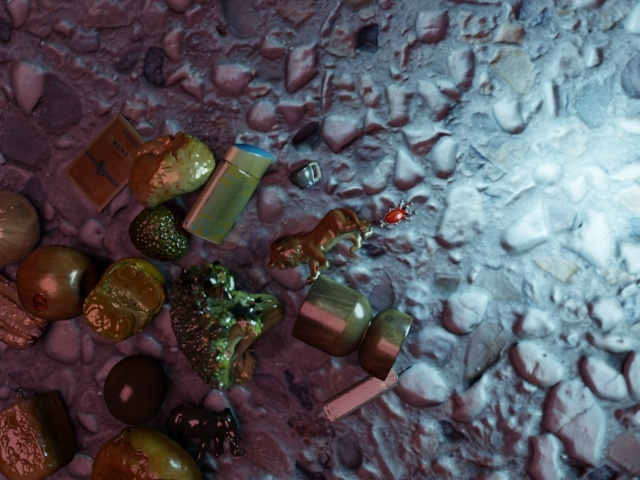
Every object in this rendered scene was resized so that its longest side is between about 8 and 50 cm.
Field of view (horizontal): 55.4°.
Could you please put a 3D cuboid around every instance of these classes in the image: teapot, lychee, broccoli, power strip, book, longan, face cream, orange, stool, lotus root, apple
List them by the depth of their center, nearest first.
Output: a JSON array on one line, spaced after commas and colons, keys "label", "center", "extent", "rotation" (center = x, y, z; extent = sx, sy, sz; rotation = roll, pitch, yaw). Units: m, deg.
[{"label": "stool", "center": [0.079, 0.220, 1.549], "extent": [0.264, 0.179, 0.179], "rotation": [25, 94, 9]}, {"label": "broccoli", "center": [-0.230, 0.213, 1.569], "extent": [0.281, 0.293, 0.348], "rotation": [-22, 99, -29]}, {"label": "power strip", "center": [0.118, 0.402, 1.619], "extent": [0.253, 0.027, 0.060], "rotation": [-32, 84, 8]}, {"label": "face cream", "center": [-0.245, -0.132, 1.628], "extent": [0.067, 0.139, 0.285], "rotation": [38, 97, 41]}, {"label": "teapot", "center": [-0.038, -0.172, 1.631], "extent": [0.088, 0.066, 0.057], "rotation": [-35, 105, -14]}, {"label": "lychee", "center": [-0.428, -0.019, 1.643], "extent": [0.171, 0.171, 0.171], "rotation": [0, 90, 9]}, {"label": "longan", "center": [-0.498, 0.400, 1.645], "extent": [0.189, 0.189, 0.189], "rotation": [0, 90, 9]}, {"label": "orange", "center": [-0.520, 0.155, 1.656], "extent": [0.179, 0.158, 0.237], "rotation": [37, 97, -5]}, {"label": "apple", "center": [-0.718, 0.116, 1.665], "extent": [0.188, 0.211, 0.211], "rotation": [4, 91, 7]}, {"label": "book", "center": [-0.603, -0.222, 1.739], "extent": [0.241, 0.018, 0.170], "rotation": [-45, 83, 7]}, {"label": "lotus root", "center": [-0.929, 0.192, 1.770], "extent": [0.329, 0.078, 0.167], "rotation": [35, 72, 9]}]

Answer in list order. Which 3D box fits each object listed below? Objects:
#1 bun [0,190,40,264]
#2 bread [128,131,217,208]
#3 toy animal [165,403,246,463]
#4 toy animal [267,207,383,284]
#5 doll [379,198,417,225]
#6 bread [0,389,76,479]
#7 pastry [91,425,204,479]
[{"label": "bun", "center": [-0.921, -0.036, 1.733], "extent": [0.220, 0.134, 0.220], "rotation": [1, 94, 11]}, {"label": "bread", "center": [-0.399, -0.193, 1.594], "extent": [0.244, 0.244, 0.134], "rotation": [-20, 121, 9]}, {"label": "toy animal", "center": [-0.315, 0.521, 1.646], "extent": [0.245, 0.114, 0.146], "rotation": [7, 94, 7]}, {"label": "toy animal", "center": [0.000, 0.000, 1.607], "extent": [0.312, 0.097, 0.157], "rotation": [-37, 78, 6]}, {"label": "doll", "center": [0.195, -0.065, 1.600], "extent": [0.114, 0.039, 0.057], "rotation": [-24, 116, -1]}, {"label": "bread", "center": [-0.808, 0.539, 1.687], "extent": [0.176, 0.195, 0.246], "rotation": [-24, 85, 2]}, {"label": "pastry", "center": [-0.458, 0.659, 1.608], "extent": [0.356, 0.164, 0.356], "rotation": [8, 109, 24]}]
